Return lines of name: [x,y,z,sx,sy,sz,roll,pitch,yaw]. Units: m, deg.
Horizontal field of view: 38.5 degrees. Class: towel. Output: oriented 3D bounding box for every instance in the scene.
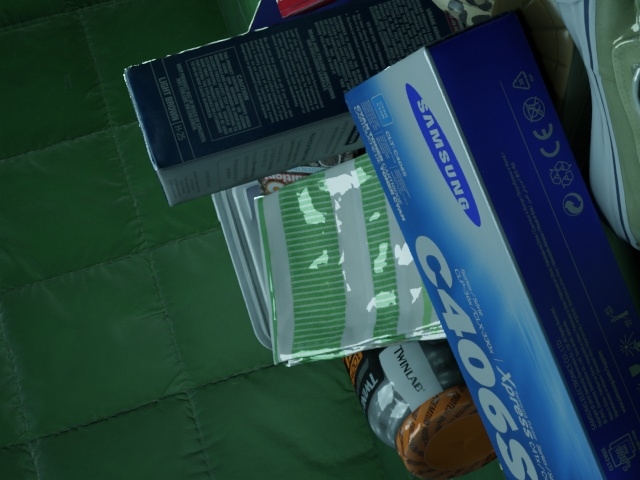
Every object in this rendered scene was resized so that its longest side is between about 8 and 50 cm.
towel: [0.051,0.016,1.120,0.325,0.038,0.248,-18,74,39]

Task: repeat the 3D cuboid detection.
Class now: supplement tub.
supplement tub: [0.125,0.141,1.205,0.316,0.193,0.194,-115,11,-47]

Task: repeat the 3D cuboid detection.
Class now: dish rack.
dish rack: [0.000,0.000,1.466,0.072,0.285,0.333,-153,46,-75]

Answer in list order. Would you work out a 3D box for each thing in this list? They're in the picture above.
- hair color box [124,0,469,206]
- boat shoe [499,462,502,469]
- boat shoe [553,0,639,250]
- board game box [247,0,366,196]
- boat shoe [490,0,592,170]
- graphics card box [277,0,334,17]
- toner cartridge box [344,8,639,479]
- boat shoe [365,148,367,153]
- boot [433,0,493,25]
hair color box: [-0.003,-0.145,0.902,0.174,0.347,0.105,125,127,-80]
boat shoe: [0.244,0.238,0.903,0.305,0.109,0.091,-110,5,-70]
boat shoe: [0.204,-0.102,0.509,0.094,0.109,0.302,46,165,46]
board game box: [-0.002,-0.189,1.253,0.291,0.141,0.232,81,-162,-48]
boat shoe: [0.175,-0.098,0.690,0.109,0.098,0.302,54,162,29]
graphics card box: [-0.012,-0.455,1.009,0.233,0.094,0.371,2,112,62]
toner cartridge box: [0.139,0.026,0.667,0.348,0.075,0.165,66,163,-5]
boat shoe: [0.104,-0.136,1.173,0.096,0.098,0.277,-83,-14,-57]
boot: [0.085,-0.356,0.643,0.284,0.138,0.377,86,160,-59]
